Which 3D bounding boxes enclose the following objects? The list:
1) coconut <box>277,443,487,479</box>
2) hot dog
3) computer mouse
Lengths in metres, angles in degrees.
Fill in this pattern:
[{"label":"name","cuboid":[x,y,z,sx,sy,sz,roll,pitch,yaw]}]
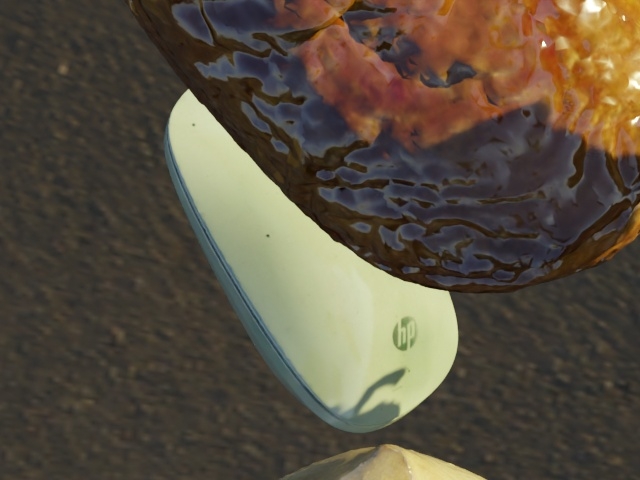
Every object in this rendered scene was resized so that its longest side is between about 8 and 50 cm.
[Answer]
[{"label":"coconut","cuboid":[0.064,0.324,1.823,0.329,0.329,0.329,-5,79,26]},{"label":"hot dog","cuboid":[0.050,-0.147,1.096,0.267,0.174,0.387,-43,104,-3]},{"label":"computer mouse","cuboid":[0.004,0.000,1.400,0.097,0.159,0.288,-4,114,57]}]
